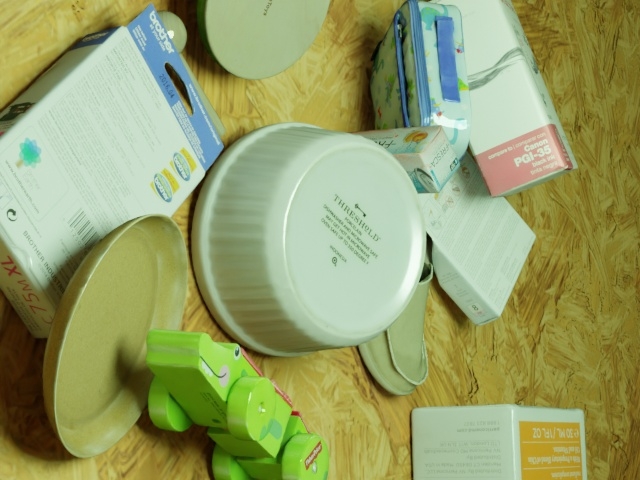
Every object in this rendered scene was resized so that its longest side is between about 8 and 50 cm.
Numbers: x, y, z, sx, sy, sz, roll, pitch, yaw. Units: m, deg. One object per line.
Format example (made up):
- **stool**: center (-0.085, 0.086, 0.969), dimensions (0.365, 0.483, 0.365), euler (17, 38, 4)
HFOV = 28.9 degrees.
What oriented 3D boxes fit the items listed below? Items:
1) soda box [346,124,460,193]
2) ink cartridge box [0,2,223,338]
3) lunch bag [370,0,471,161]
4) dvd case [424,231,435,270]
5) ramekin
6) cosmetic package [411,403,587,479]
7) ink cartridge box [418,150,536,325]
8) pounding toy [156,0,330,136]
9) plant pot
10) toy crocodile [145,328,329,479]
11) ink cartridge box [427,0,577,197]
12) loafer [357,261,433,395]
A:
- **soda box**: center (0.074, -0.095, 1.513), dimensions (0.058, 0.183, 0.063), euler (-51, 125, -34)
- **ink cartridge box**: center (-0.219, -0.075, 1.201), dimensions (0.311, 0.065, 0.186), euler (-54, 128, -41)
- **lunch bag**: center (0.128, -0.188, 1.594), dimensions (0.090, 0.176, 0.219), euler (4, 64, -15)
- **dvd case**: center (0.156, -0.056, 1.765), dimensions (0.253, 0.022, 0.180), euler (-30, 108, -53)
- **ramekin**: center (0.000, 0.000, 1.385), dimensions (0.272, 0.127, 0.273), euler (-1, 92, -40)
- **cosmetic package**: center (0.250, 0.452, 1.677), dimensions (0.230, 0.161, 0.453), euler (11, 75, -53)
- **ink cartridge box**: center (0.200, -0.023, 1.777), dimensions (0.232, 0.066, 0.189), euler (45, 46, -13)
- **pounding toy**: center (-0.106, -0.263, 1.390), dimensions (0.237, 0.110, 0.183), euler (-49, 140, -13)
- **plant pot**: center (-0.193, 0.085, 1.159), dimensions (0.236, 0.032, 0.236), euler (16, 90, -73)
- **toy crocodile**: center (-0.077, 0.180, 1.285), dimensions (0.340, 0.115, 0.105), euler (55, 43, -46)
- **ink cartridge box**: center (0.252, -0.211, 1.757), dimensions (0.283, 0.117, 0.207), euler (69, 16, 3)
- **loafer**: center (0.098, 0.069, 1.595), dimensions (0.102, 0.092, 0.269), euler (-22, 102, -54)
